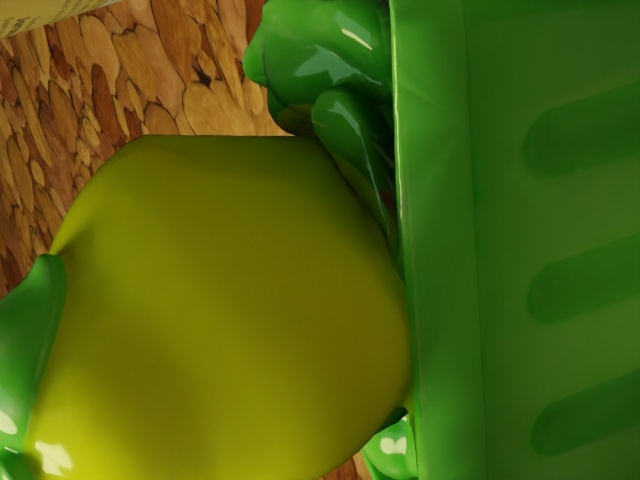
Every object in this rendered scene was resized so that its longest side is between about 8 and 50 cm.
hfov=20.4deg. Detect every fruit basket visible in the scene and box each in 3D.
[{"bbox_3d":[0.000,0.000,0.862,0.283,0.392,0.392,-114,15,-56],"label":"fruit basket"}]

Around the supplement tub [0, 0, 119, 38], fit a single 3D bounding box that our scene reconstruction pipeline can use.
[{"bbox_3d":[-0.043,-0.200,0.512,0.241,0.331,0.241,50,152,39],"label":"supplement tub"}]
